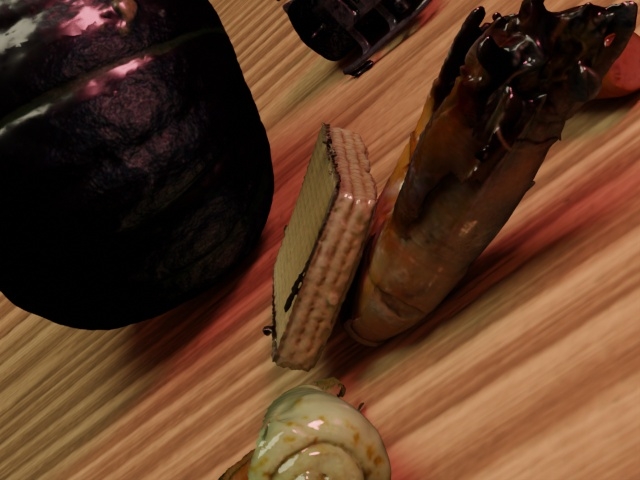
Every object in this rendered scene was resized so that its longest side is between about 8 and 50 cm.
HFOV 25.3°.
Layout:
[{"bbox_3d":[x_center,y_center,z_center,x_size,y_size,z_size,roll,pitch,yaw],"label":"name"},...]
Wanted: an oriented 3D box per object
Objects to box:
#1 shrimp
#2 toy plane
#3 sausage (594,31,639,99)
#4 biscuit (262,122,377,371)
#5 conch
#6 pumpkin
[{"bbox_3d":[0.088,-0.061,0.827,0.178,0.075,0.289,-81,12,-47],"label":"shrimp"},{"bbox_3d":[0.086,-0.271,1.252,0.381,0.106,0.155,-40,9,37],"label":"toy plane"},{"bbox_3d":[0.150,-0.105,0.871,0.041,0.039,0.131,-27,14,-20],"label":"sausage"},{"bbox_3d":[0.000,0.000,0.916,0.199,0.040,0.121,-94,26,-74],"label":"biscuit"},{"bbox_3d":[-0.014,0.124,0.756,0.105,0.079,0.170,-41,4,3],"label":"conch"},{"bbox_3d":[-0.200,-0.106,1.150,0.266,0.363,0.363,-32,18,-7],"label":"pumpkin"}]
